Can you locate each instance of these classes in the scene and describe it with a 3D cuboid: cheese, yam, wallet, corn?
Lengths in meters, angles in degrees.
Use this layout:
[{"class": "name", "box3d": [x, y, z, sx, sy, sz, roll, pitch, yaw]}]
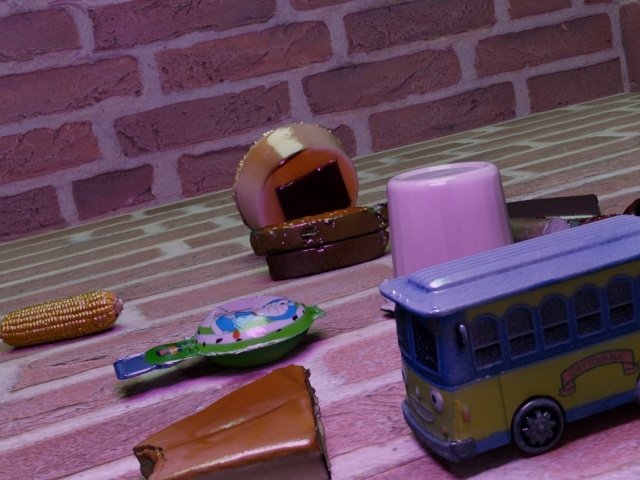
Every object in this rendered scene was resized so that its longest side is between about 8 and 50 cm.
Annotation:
[{"class": "cheese", "box3d": [-0.147, 0.145, 1.328, 0.320, 0.083, 0.204, -14, 12, -16]}, {"class": "yam", "box3d": [0.351, -0.005, 1.521, 0.068, 0.068, 0.169, -16, 7, -23]}, {"class": "wallet", "box3d": [0.439, -0.049, 1.784, 0.229, 0.049, 0.182, -7, 12, 15]}, {"class": "corn", "box3d": [-0.480, 0.146, 1.663, 0.238, 0.080, 0.080, -14, 11, 3]}]

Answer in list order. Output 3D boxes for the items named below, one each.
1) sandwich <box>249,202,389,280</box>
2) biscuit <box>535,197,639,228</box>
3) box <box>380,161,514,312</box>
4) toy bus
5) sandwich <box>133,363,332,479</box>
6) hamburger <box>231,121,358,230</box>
[{"class": "sandwich", "box3d": [-0.006, 0.002, 1.840, 0.292, 0.109, 0.212, -14, 5, -24]}, {"class": "biscuit", "box3d": [0.460, -0.018, 1.567, 0.235, 0.063, 0.151, -13, 8, 36]}, {"class": "box", "box3d": [0.228, -0.014, 1.420, 0.291, 0.207, 0.262, -7, 12, 17]}, {"class": "toy bus", "box3d": [0.235, 0.095, 0.935, 0.312, 0.190, 0.152, -15, 13, -13]}, {"class": "sandwich", "box3d": [-0.103, 0.216, 1.006, 0.212, 0.063, 0.245, -13, 10, -2]}, {"class": "hamburger", "box3d": [-0.058, -0.123, 2.033, 0.301, 0.302, 0.170, -16, 31, -22]}]
